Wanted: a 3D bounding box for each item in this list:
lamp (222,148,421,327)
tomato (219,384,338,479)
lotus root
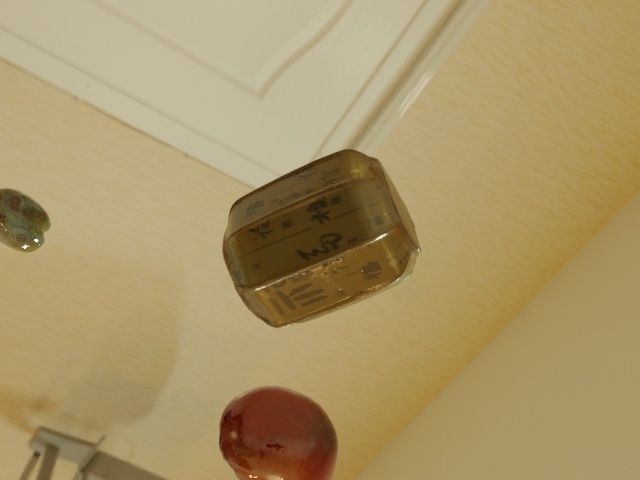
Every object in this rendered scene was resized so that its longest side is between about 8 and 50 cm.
[{"bbox_3d":[0.000,0.000,0.709,0.185,0.161,0.161,-25,-147,11],"label":"lamp"},{"bbox_3d":[-0.048,0.344,1.154,0.140,0.233,0.200,-32,-165,24],"label":"tomato"},{"bbox_3d":[-0.642,-0.050,1.420,0.088,0.192,0.113,9,-115,24],"label":"lotus root"}]
